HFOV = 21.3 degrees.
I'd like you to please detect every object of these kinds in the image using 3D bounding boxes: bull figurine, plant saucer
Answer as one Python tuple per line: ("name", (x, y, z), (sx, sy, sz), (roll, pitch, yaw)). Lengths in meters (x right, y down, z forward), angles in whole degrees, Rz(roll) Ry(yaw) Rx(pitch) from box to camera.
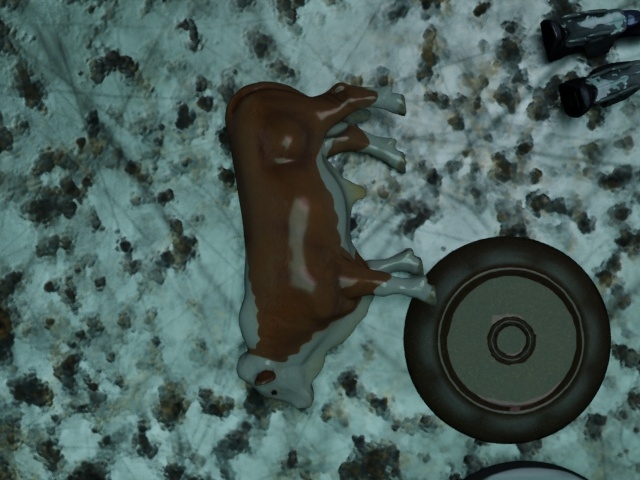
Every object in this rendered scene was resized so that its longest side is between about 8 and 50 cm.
("bull figurine", (0.000, 0.000, 1.574), (0.188, 0.101, 0.310), (-8, 90, -4))
("plant saucer", (0.178, 0.094, 1.601), (0.198, 0.036, 0.199), (0, 88, -1))

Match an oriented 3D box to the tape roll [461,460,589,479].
("tape roll", (0.195, 0.316, 1.573), (0.219, 0.072, 0.219), (0, 88, 0))

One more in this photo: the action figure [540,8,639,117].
("action figure", (0.356, -0.194, 1.584), (0.285, 0.099, 0.185), (-17, 79, -5))
